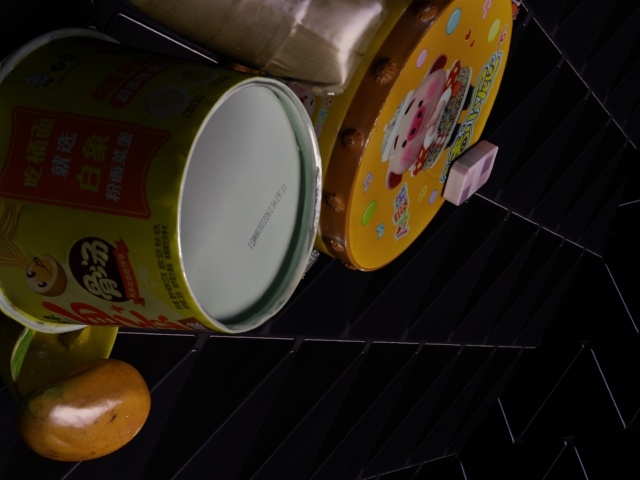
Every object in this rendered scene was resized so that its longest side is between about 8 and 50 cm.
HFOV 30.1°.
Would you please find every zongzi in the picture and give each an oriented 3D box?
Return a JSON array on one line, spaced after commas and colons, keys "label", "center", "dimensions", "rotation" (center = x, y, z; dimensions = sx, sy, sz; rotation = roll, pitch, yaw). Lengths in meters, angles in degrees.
[{"label": "zongzi", "center": [-0.125, -0.308, 1.139], "dimensions": [0.323, 0.360, 0.160], "rotation": [30, 108, -29]}]

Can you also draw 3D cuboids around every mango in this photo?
[{"label": "mango", "center": [-0.249, 0.182, 1.249], "dimensions": [0.165, 0.089, 0.115], "rotation": [-23, 143, -49]}]

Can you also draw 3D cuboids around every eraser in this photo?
[{"label": "eraser", "center": [0.210, -0.095, 1.663], "dimensions": [0.105, 0.026, 0.065], "rotation": [-38, 152, -47]}]

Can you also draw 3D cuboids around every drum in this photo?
[{"label": "drum", "center": [0.058, -0.183, 1.536], "dimensions": [0.431, 0.214, 0.431], "rotation": [-49, 154, -33]}]

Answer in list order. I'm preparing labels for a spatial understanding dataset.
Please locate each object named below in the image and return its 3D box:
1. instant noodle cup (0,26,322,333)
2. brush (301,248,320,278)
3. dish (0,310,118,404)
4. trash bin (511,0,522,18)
[{"label": "instant noodle cup", "center": [-0.152, -0.046, 1.111], "dimensions": [0.311, 0.221, 0.311], "rotation": [-20, 113, -57]}, {"label": "brush", "center": [0.000, 0.000, 1.865], "dimensions": [0.190, 0.027, 0.034], "rotation": [-51, 157, -28]}, {"label": "dish", "center": [-0.294, 0.097, 1.262], "dimensions": [0.149, 0.080, 0.207], "rotation": [-51, 157, -18]}, {"label": "trash bin", "center": [0.237, -0.380, 1.759], "dimensions": [0.161, 0.184, 0.238], "rotation": [-57, 163, -12]}]
